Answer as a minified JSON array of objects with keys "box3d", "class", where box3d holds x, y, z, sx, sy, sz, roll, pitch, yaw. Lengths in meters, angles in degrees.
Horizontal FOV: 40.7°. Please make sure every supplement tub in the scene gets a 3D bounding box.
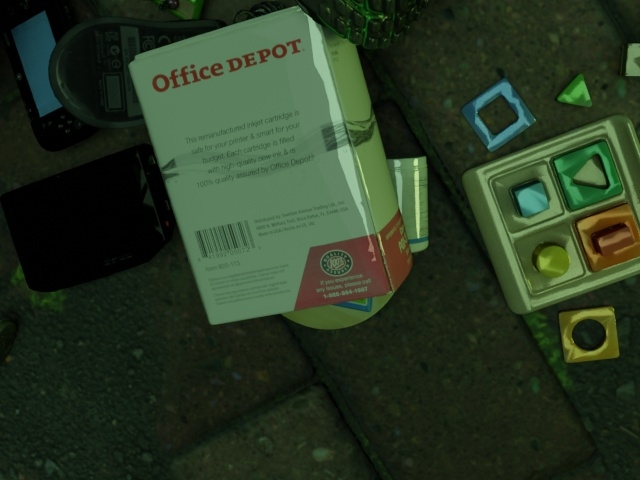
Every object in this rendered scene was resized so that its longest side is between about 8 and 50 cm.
[{"box3d":[0.087,-0.042,0.982,0.071,0.071,0.107,-2,99,9],"class":"supplement tub"}]

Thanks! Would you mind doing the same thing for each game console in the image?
[{"box3d":[-0.312,-0.128,1.030,0.213,0.044,0.361,-17,92,22],"class":"game console"}]

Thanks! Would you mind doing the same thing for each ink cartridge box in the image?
[{"box3d":[-0.043,-0.076,0.875,0.207,0.117,0.283,-11,102,21],"class":"ink cartridge box"}]

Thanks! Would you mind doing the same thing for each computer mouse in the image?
[{"box3d":[-0.166,-0.179,0.970,0.272,0.072,0.188,-1,97,-22],"class":"computer mouse"}]

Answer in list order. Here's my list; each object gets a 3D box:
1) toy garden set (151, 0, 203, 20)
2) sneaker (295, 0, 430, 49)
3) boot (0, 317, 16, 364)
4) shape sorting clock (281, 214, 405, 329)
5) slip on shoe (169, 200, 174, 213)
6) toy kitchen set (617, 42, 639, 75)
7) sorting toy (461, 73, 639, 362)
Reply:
[{"box3d":[-0.202,-0.374,0.919,0.204,0.049,0.244,33,136,10],"class":"toy garden set"},{"box3d":[0.049,-0.287,0.830,0.146,0.343,0.134,21,125,14],"class":"sneaker"},{"box3d":[-0.519,0.122,1.113,0.208,0.076,0.189,39,101,8],"class":"boot"},{"box3d":[0.000,0.000,0.978,0.206,0.040,0.206,7,108,23],"class":"shape sorting clock"},{"box3d":[-0.115,-0.035,1.030,0.135,0.041,0.051,14,101,6],"class":"slip on shoe"},{"box3d":[0.361,-0.172,0.913,0.083,0.075,0.068,4,101,13],"class":"toy kitchen set"},{"box3d":[0.279,-0.024,0.967,0.196,0.047,0.347,-20,96,12],"class":"sorting toy"}]
